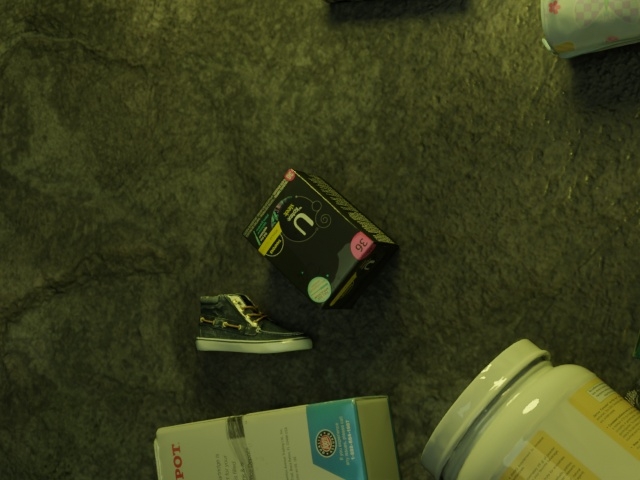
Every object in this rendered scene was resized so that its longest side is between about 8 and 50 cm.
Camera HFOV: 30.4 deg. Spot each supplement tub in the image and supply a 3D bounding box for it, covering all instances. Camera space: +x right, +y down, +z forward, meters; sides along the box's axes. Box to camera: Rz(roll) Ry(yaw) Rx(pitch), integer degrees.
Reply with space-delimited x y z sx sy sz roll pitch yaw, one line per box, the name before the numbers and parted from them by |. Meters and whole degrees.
supplement tub | 0.306 0.297 1.375 0.331 0.241 0.241 40 103 22

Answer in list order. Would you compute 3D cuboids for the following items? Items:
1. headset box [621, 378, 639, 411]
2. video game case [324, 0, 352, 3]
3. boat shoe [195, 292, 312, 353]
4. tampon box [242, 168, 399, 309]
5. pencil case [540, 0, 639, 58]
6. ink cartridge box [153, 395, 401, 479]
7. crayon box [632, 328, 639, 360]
headset box | 0.409 0.200 1.449 0.083 0.032 0.062 -49 69 15
video game case | 0.102 -0.452 1.631 0.210 0.042 0.232 0 86 25
boat shoe | -0.097 0.116 1.670 0.183 0.065 0.083 -1 87 26
tampon box | 0.000 0.000 1.613 0.161 0.101 0.120 42 104 21
pencil case | 0.407 -0.296 1.442 0.273 0.113 0.124 -2 105 24
ink cartridge box | -0.052 0.341 1.598 0.307 0.129 0.223 -12 82 24
crayon box | 0.528 0.143 1.303 0.323 0.203 0.083 18 94 25
